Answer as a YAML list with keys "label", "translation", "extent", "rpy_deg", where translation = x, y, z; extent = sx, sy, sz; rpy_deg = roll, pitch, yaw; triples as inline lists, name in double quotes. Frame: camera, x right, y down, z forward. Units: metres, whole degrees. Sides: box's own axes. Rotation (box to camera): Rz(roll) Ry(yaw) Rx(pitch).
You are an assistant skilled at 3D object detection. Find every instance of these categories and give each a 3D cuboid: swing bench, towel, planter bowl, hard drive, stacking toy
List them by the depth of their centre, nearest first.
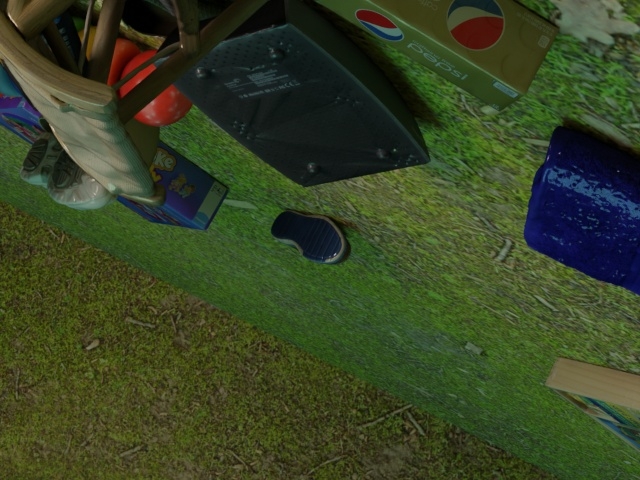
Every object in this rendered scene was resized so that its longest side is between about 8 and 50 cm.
- label: "swing bench"
  translation: [-0.145, -0.189, 0.960]
  extent: [0.165, 0.255, 0.253]
  rpy_deg: [28, 168, 6]
- label: "towel"
  translation: [0.329, 0.021, 1.170]
  extent: [0.308, 0.076, 0.228]
  rpy_deg: [26, 169, 15]
- label: "hard drive"
  translation: [-0.020, -0.137, 1.237]
  extent: [0.172, 0.054, 0.254]
  rpy_deg: [-10, 150, 32]
- label: "stacking toy"
  translation: [-0.298, -0.211, 1.558]
  extent: [0.330, 0.141, 0.141]
  rpy_deg: [20, 166, 23]
- label: "planter bowl"
  translation: [-0.280, -0.163, 1.745]
  extent: [0.162, 0.109, 0.162]
  rpy_deg: [28, 168, 7]

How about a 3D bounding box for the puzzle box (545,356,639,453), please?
- label: "puzzle box"
  translation: [0.553, 0.306, 1.909]
  extent: [0.409, 0.052, 0.272]
  rpy_deg: [35, 166, -27]

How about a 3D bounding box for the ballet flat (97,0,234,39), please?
- label: "ballet flat"
  translation: [-0.144, -0.218, 1.317]
  extent: [0.249, 0.058, 0.084]
  rpy_deg: [22, 166, 32]

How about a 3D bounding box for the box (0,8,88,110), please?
- label: "box"
  translation: [-0.324, -0.290, 1.114]
  extent: [0.293, 0.073, 0.295]
  rpy_deg: [50, 168, 13]

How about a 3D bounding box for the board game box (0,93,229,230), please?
- label: "board game box"
  translation: [-0.340, -0.143, 2.050]
  extent: [0.347, 0.078, 0.233]
  rpy_deg: [35, 167, -27]

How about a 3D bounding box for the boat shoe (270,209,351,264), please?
- label: "boat shoe"
  translation: [0.000, 0.000, 1.910]
  extent: [0.066, 0.066, 0.183]
  rpy_deg: [31, 179, -33]

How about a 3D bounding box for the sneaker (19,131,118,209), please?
- label: "sneaker"
  translation: [-0.303, -0.082, 1.702]
  extent: [0.115, 0.090, 0.232]
  rpy_deg: [29, 179, -32]

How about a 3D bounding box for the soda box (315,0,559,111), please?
- label: "soda box"
  translation: [0.081, -0.172, 0.974]
  extent: [0.181, 0.061, 0.058]
  rpy_deg: [30, 169, -7]
